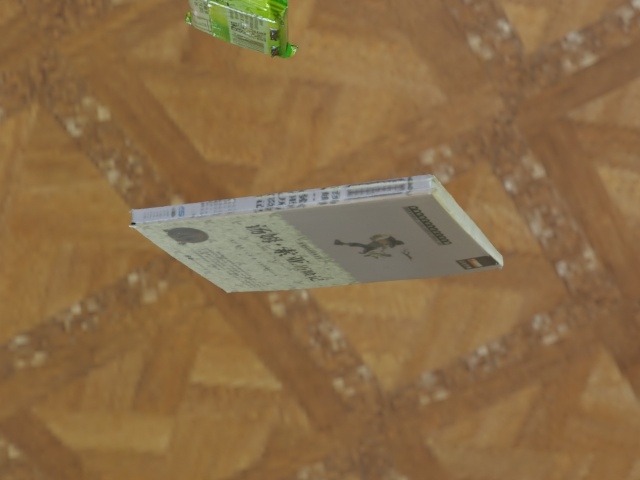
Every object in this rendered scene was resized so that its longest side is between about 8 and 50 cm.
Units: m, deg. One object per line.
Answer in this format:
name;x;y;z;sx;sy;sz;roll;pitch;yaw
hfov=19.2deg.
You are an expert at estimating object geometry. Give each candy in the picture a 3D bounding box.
candy;-0.069;-0.189;1.573;0.102;0.178;0.032;22;83;3

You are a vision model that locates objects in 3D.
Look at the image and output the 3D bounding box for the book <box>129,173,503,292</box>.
book;0.000;0.000;1.064;0.181;0.014;0.127;-6;158;22
